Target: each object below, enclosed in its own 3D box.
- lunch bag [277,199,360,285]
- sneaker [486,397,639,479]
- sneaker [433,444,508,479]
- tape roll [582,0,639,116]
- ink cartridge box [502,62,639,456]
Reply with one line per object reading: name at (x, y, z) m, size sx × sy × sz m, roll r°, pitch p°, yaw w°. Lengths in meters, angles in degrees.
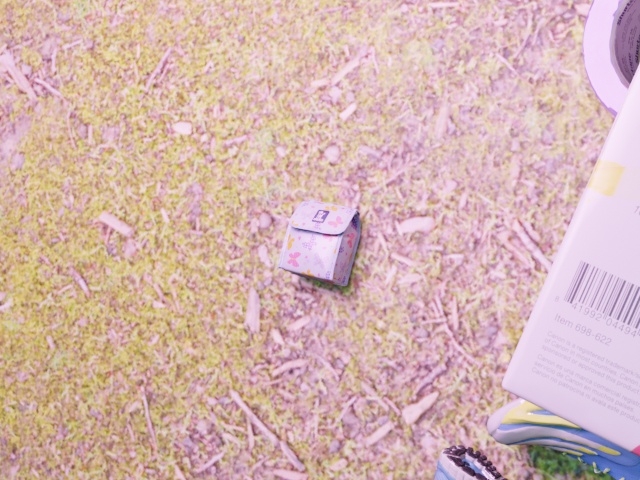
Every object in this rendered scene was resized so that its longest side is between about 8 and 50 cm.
lunch bag at (0.000, 0.000, 2.018) m, size 0.071 × 0.053 × 0.083 m, roll 13°, pitch 83°, yaw 27°
sneaker at (0.281, 0.200, 1.831) m, size 0.240 × 0.091 × 0.126 m, roll -14°, pitch 79°, yaw 25°
sneaker at (0.177, 0.281, 1.906) m, size 0.162 × 0.063 × 0.073 m, roll 41°, pitch 122°, yaw 29°
tape roll at (0.357, -0.190, 1.833) m, size 0.189 × 0.080 × 0.189 m, roll -2°, pitch 85°, yaw 28°
ink cartridge box at (0.376, 0.015, 1.673) m, size 0.279 × 0.160 × 0.385 m, roll 26°, pitch 97°, yaw 24°
